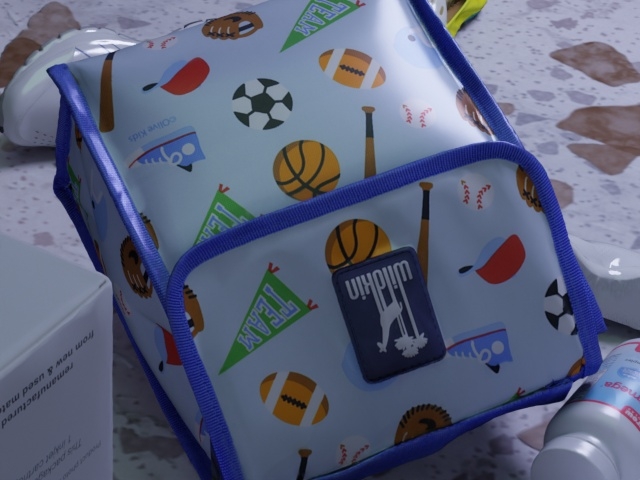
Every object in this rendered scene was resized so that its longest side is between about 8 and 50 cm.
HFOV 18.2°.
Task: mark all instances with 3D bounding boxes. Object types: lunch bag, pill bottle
[{"bbox_3d":[0.000,0.000,1.569,0.328,0.239,0.385,-20,62,-14],"label":"lunch bag"},{"bbox_3d":[0.228,0.148,1.549,0.087,0.087,0.160,21,37,24],"label":"pill bottle"}]

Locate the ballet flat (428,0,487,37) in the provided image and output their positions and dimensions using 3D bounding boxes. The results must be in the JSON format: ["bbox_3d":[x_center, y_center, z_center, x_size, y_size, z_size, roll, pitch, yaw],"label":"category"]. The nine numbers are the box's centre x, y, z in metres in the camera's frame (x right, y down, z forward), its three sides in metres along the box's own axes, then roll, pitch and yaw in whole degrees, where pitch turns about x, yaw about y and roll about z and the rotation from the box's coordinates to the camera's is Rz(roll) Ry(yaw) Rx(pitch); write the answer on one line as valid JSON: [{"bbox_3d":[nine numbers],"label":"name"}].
[{"bbox_3d":[0.122,-0.254,2.173,0.077,0.077,0.231,18,35,19],"label":"ballet flat"}]

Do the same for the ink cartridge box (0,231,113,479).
[{"bbox_3d":[-0.276,0.166,1.185,0.279,0.384,0.160,21,37,23],"label":"ink cartridge box"}]

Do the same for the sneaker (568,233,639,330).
[{"bbox_3d":[0.228,0.028,1.757,0.212,0.080,0.094,17,18,-5],"label":"sneaker"}]

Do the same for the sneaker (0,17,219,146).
[{"bbox_3d":[-0.168,-0.141,1.944,0.297,0.111,0.129,-14,43,-25],"label":"sneaker"}]
